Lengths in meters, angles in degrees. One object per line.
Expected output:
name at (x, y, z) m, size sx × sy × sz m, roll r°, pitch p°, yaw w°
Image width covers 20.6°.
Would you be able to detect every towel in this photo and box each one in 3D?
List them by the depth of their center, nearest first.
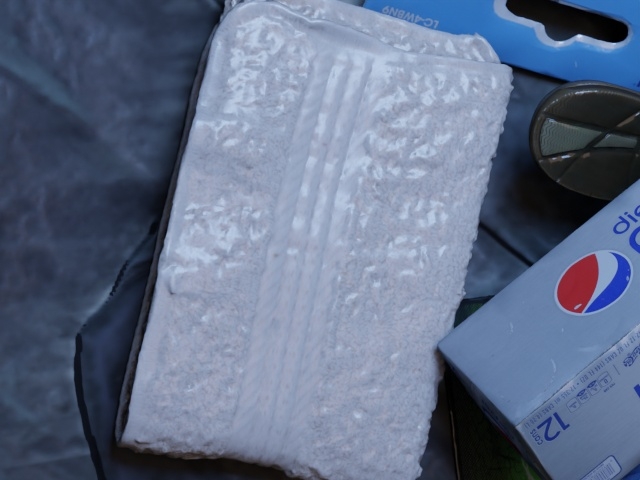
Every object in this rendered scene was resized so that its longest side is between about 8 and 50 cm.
towel at (0.000, 0.000, 1.026) m, size 0.187 × 0.049 × 0.282 m, roll 13°, pitch 87°, yaw -15°

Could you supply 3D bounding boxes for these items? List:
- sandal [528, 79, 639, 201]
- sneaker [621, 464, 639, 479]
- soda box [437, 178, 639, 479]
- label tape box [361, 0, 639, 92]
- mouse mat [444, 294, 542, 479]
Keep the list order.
sandal at (0.212, -0.045, 1.084) m, size 0.219 × 0.060 × 0.090 m, roll 17°, pitch 108°, yaw -26°
sneaker at (0.180, 0.180, 1.055) m, size 0.209 × 0.082 × 0.069 m, roll -37°, pitch 97°, yaw -16°
soda box at (0.215, 0.020, 1.019) m, size 0.286 × 0.098 × 0.091 m, roll -39°, pitch 127°, yaw -4°
label tape box at (0.190, -0.267, 1.040) m, size 0.249 × 0.115 × 0.347 m, roll 14°, pitch 123°, yaw -16°
mouse mat at (0.153, 0.123, 1.093) m, size 0.153 × 0.007 × 0.189 m, roll -7°, pitch 90°, yaw -16°
